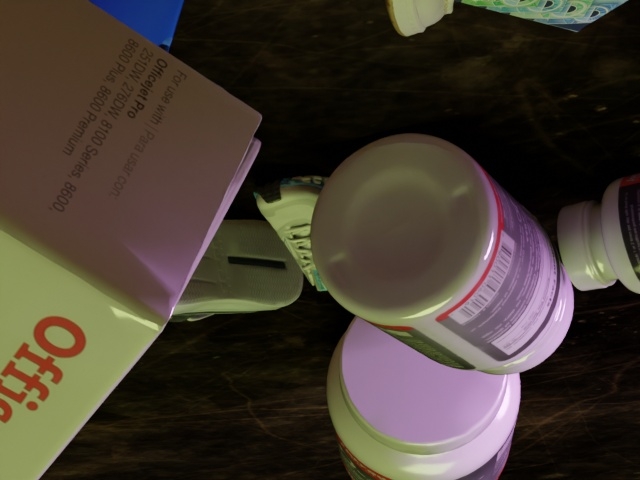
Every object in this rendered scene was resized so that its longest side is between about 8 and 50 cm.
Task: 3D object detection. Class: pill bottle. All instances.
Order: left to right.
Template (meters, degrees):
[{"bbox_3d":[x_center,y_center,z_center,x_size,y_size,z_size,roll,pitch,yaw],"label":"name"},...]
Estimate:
[{"bbox_3d":[0.113,0.178,1.834,0.210,0.210,0.363,-5,161,3],"label":"pill bottle"},{"bbox_3d":[0.117,0.024,1.448,0.161,0.161,0.283,-11,160,21],"label":"pill bottle"},{"bbox_3d":[0.313,-0.013,1.460,0.194,0.108,0.108,-14,159,27],"label":"pill bottle"}]

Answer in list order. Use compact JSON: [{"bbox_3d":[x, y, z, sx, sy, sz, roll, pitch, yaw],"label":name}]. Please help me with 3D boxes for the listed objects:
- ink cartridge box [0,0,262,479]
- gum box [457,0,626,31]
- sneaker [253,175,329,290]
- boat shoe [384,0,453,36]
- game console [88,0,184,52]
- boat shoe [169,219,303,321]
[{"bbox_3d":[-0.271,-0.038,0.823,0.395,0.166,0.285,32,134,-10],"label":"ink cartridge box"},{"bbox_3d":[0.154,-0.193,0.996,0.157,0.041,0.184,8,159,-32],"label":"gum box"},{"bbox_3d":[0.000,0.000,1.481,0.071,0.082,0.191,-10,159,23],"label":"sneaker"},{"bbox_3d":[0.068,-0.200,0.863,0.096,0.098,0.277,-12,156,-1],"label":"boat shoe"},{"bbox_3d":[-0.221,-0.148,0.947,0.250,0.173,0.293,26,136,2],"label":"game console"},{"bbox_3d":[-0.154,0.027,1.466,0.119,0.121,0.335,-21,157,32],"label":"boat shoe"}]
